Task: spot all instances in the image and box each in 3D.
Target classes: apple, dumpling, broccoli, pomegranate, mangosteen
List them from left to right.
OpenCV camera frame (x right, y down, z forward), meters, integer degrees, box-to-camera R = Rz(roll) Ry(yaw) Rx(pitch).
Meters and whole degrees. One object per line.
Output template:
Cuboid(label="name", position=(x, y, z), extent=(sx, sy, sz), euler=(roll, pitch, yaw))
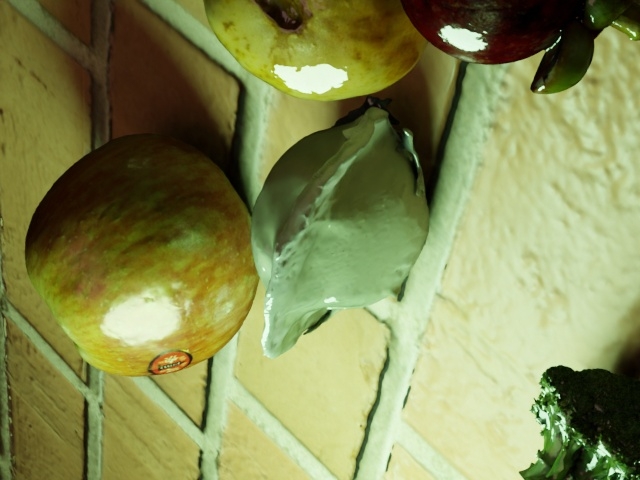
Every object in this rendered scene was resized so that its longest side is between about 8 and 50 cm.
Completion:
Cuboid(label="apple", position=(-0.215, 0.027, 1.575), extent=(0.277, 0.250, 0.309), euler=(40, 145, 26))
Cuboid(label="dumpling", position=(-0.004, -0.015, 1.306), extent=(0.163, 0.205, 0.293), euler=(56, 158, 27))
Cuboid(label="pomegranate", position=(0.013, -0.226, 1.131), extent=(0.215, 0.215, 0.215), euler=(33, 139, 34))
Cuboid(label="mangosteen", position=(0.153, -0.201, 0.984), extent=(0.200, 0.200, 0.199), euler=(33, 139, 34))
Cuboid(label="broccoli", position=(0.243, 0.181, 1.206), extent=(0.146, 0.138, 0.162), euler=(50, 178, 26))
